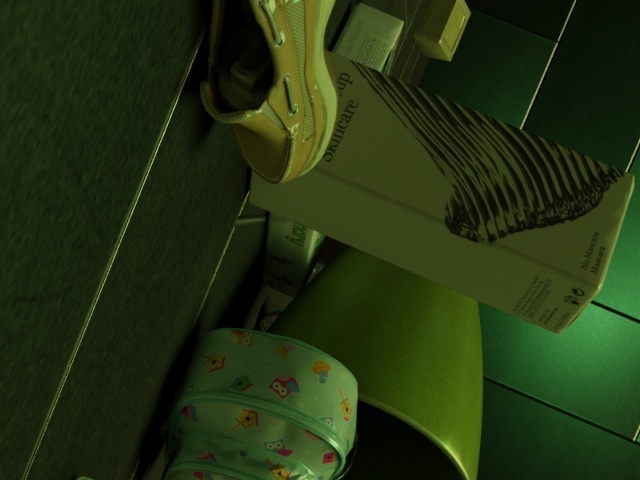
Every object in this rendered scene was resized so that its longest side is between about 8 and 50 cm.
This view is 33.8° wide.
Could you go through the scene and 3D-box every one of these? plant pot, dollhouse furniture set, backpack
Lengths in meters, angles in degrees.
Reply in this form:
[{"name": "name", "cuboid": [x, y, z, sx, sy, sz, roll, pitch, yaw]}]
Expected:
[{"name": "plant pot", "cuboid": [0.064, 0.122, 1.131, 0.275, 0.274, 0.294, 108, 5, -51]}, {"name": "dollhouse furniture set", "cuboid": [0.091, -0.296, 1.002, 0.182, 0.101, 0.161, -66, 151, -9]}, {"name": "backpack", "cuboid": [-0.053, 0.167, 0.896, 0.144, 0.165, 0.188, -69, 175, -45]}]

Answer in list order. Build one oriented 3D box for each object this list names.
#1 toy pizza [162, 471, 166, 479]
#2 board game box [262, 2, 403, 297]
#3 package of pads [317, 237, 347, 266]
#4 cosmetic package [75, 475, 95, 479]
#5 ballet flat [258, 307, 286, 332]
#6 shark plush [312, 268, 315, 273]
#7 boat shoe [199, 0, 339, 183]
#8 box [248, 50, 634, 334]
[{"name": "toy pizza", "cuboid": [-0.123, 0.211, 1.147, 0.201, 0.032, 0.201, 23, 90, -86]}, {"name": "board game box", "cuboid": [0.005, -0.078, 1.083, 0.305, 0.053, 0.193, 103, 11, -68]}, {"name": "package of pads", "cuboid": [0.000, 0.000, 1.251, 0.032, 0.083, 0.050, 17, 97, -48]}, {"name": "cosmetic package", "cuboid": [-0.166, 0.315, 0.600, 0.160, 0.113, 0.310, -49, 162, -78]}, {"name": "ballet flat", "cuboid": [-0.047, 0.140, 1.421, 0.221, 0.076, 0.079, 107, -12, -81]}, {"name": "shark plush", "cuboid": [-0.008, 0.020, 1.352, 0.073, 0.067, 0.161, -59, 171, -66]}, {"name": "boat shoe", "cuboid": [-0.034, -0.085, 0.537, 0.072, 0.068, 0.190, -51, 159, -29]}, {"name": "box", "cuboid": [0.090, -0.040, 0.818, 0.094, 0.275, 0.113, 105, 8, -63]}]
